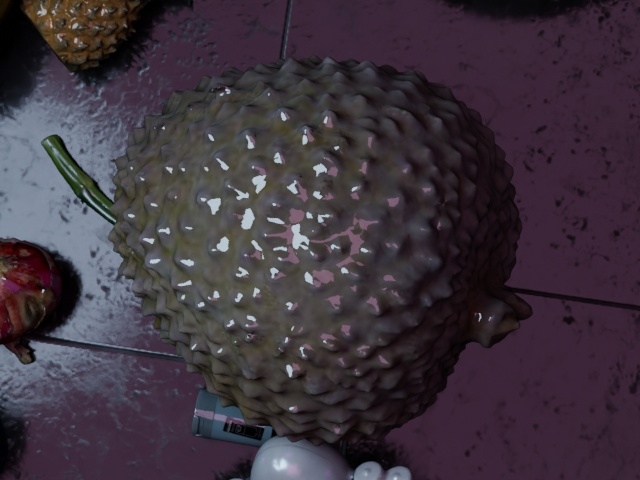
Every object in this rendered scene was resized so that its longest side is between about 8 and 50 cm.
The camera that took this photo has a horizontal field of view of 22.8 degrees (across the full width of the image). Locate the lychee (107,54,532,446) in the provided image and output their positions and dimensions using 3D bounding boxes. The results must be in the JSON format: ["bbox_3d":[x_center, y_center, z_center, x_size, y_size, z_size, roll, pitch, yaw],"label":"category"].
[{"bbox_3d":[0.000,0.000,1.518,0.432,0.380,0.380,22,88,23],"label":"lychee"}]

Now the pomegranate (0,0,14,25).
[{"bbox_3d":[-0.439,-0.276,1.585,0.307,0.307,0.307,0,87,1],"label":"pomegranate"}]

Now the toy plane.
[{"bbox_3d":[0.002,0.293,1.590,0.252,0.118,0.252,6,130,8],"label":"toy plane"}]

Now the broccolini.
[{"bbox_3d":[-0.210,-0.023,1.682,0.239,0.051,0.054,44,45,7],"label":"broccolini"}]

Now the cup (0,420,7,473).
[{"bbox_3d":[-0.397,0.233,1.619,0.113,0.138,0.150,25,88,2],"label":"cup"}]

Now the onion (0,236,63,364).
[{"bbox_3d":[-0.336,0.077,1.648,0.150,0.150,0.140,-7,127,0],"label":"onion"}]

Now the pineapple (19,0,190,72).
[{"bbox_3d":[-0.180,-0.295,1.650,0.277,0.119,0.130,-34,94,-2],"label":"pineapple"}]

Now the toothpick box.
[{"bbox_3d":[-0.090,0.186,1.662,0.083,0.052,0.052,10,88,0],"label":"toothpick box"}]
